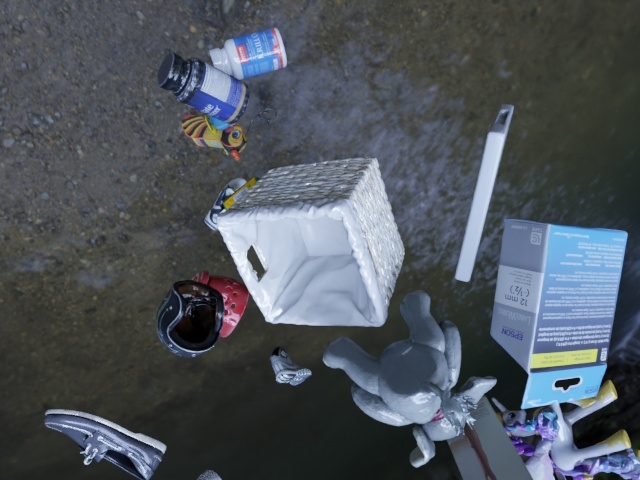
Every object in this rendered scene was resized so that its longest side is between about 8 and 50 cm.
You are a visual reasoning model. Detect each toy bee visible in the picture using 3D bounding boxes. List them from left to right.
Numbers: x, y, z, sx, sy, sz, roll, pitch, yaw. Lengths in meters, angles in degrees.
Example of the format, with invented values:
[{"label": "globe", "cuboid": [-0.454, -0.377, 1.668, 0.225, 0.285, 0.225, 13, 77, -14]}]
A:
[{"label": "toy bee", "cuboid": [-0.306, -0.339, 1.544, 0.298, 0.162, 0.195, -10, 158, 28]}]

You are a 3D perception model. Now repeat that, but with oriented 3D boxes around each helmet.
[{"label": "helmet", "cuboid": [-0.318, 0.195, 1.169, 0.169, 0.169, 0.161, 5, 108, -45]}]

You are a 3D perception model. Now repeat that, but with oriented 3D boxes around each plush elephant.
[{"label": "plush elephant", "cuboid": [0.219, 0.317, 1.031, 0.272, 0.330, 0.255, -36, 133, -10]}]

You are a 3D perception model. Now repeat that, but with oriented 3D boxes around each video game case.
[{"label": "video game case", "cuboid": [0.372, -0.116, 1.088, 0.300, 0.036, 0.329, -47, 146, -56]}]

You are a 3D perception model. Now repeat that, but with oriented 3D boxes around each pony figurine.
[{"label": "pony figurine", "cuboid": [0.675, 0.589, 1.348, 0.363, 0.351, 0.303, -27, 156, 33]}]

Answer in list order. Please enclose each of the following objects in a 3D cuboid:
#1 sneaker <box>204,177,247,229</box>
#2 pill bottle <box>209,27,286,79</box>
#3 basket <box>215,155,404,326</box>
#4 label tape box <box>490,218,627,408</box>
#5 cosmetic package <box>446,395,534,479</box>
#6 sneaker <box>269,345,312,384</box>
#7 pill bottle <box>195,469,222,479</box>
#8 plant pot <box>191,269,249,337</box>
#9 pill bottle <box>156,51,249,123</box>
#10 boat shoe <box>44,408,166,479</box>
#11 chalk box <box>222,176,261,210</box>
[{"label": "sneaker", "cuboid": [-0.296, -0.150, 1.659, 0.153, 0.094, 0.235, -27, -160, 50]}, {"label": "pill bottle", "cuboid": [-0.227, -0.576, 1.506, 0.222, 0.124, 0.124, -19, 141, -6]}, {"label": "basket", "cuboid": [0.000, 0.000, 1.140, 0.266, 0.331, 0.328, -57, 135, -45]}, {"label": "label tape box", "cuboid": [0.471, 0.139, 0.969, 0.249, 0.115, 0.347, 4, 97, -29]}, {"label": "cosmetic package", "cuboid": [0.369, 0.496, 1.017, 0.129, 0.296, 0.153, -26, 110, 6]}, {"label": "sneaker", "cuboid": [-0.111, 0.437, 1.713, 0.086, 0.132, 0.229, -34, 155, 5]}, {"label": "pill bottle", "cuboid": [-0.279, 0.557, 0.974, 0.180, 0.108, 0.108, -26, 145, -45]}, {"label": "plant pot", "cuboid": [-0.350, 0.197, 1.574, 0.174, 0.191, 0.191, 30, 108, -22]}, {"label": "pill bottle", "cuboid": [-0.308, -0.403, 1.272, 0.219, 0.123, 0.123, 17, 117, -39]}, {"label": "boat shoe", "cuboid": [-0.360, 0.337, 0.795, 0.206, 0.065, 0.075, 31, 140, -21]}, {"label": "chalk box", "cuboid": [-0.158, -0.086, 1.415, 0.132, 0.132, 0.213, -36, 166, 17]}]
